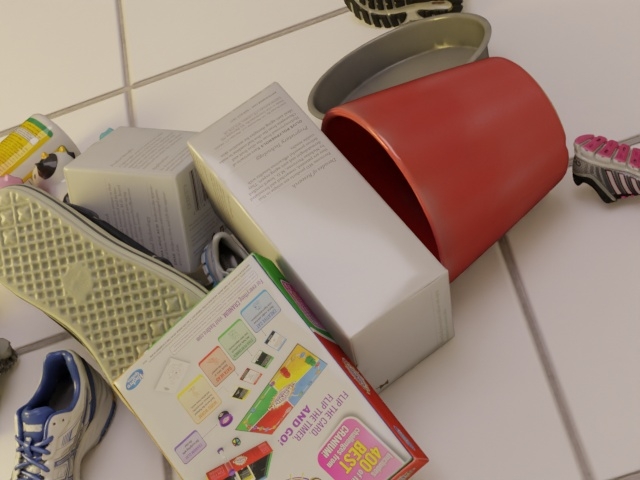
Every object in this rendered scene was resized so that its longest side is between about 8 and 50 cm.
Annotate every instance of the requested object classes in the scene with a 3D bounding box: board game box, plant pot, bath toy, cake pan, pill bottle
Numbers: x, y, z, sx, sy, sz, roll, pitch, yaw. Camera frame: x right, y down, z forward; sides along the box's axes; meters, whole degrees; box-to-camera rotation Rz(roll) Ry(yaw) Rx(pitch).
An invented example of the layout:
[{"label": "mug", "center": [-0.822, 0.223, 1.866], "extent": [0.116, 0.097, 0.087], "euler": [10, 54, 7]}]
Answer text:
[{"label": "board game box", "center": [-0.064, 0.211, 1.556], "extent": [0.242, 0.064, 0.316], "euler": [-42, 70, 9]}, {"label": "plant pot", "center": [0.173, -0.103, 1.746], "extent": [0.243, 0.275, 0.275], "euler": [-30, 45, -18]}, {"label": "bath toy", "center": [-0.444, -0.048, 1.968], "extent": [0.348, 0.129, 0.151], "euler": [-26, 45, -23]}, {"label": "cake pan", "center": [0.123, -0.239, 1.955], "extent": [0.293, 0.054, 0.293], "euler": [-22, 27, 12]}, {"label": "pill bottle", "center": [-0.485, -0.093, 2.089], "extent": [0.117, 0.118, 0.208], "euler": [29, 66, 38]}]

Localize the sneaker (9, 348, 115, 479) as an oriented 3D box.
[{"label": "sneaker", "center": [-0.363, 0.277, 1.705], "extent": [0.111, 0.131, 0.297], "euler": [-2, 51, 18]}]

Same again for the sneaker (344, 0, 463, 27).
[{"label": "sneaker", "center": [0.138, -0.400, 2.139], "extent": [0.208, 0.081, 0.094], "euler": [6, 46, 19]}]

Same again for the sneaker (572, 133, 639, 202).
[{"label": "sneaker", "center": [0.408, -0.079, 1.753], "extent": [0.170, 0.075, 0.063], "euler": [22, 41, 10]}]

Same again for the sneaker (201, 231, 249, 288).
[{"label": "sneaker", "center": [-0.101, 0.071, 1.772], "extent": [0.071, 0.083, 0.191], "euler": [-29, 76, -18]}]

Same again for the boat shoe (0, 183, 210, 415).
[{"label": "boat shoe", "center": [-0.240, 0.099, 1.743], "extent": [0.500, 0.156, 0.187], "euler": [36, 97, 15]}]

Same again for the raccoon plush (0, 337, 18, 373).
[{"label": "raccoon plush", "center": [-0.636, 0.172, 1.929], "extent": [0.446, 0.299, 0.216], "euler": [-10, 55, 59]}]

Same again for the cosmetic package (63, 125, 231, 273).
[{"label": "cosmetic package", "center": [-0.235, -0.061, 1.871], "extent": [0.183, 0.152, 0.151], "euler": [6, 29, 25]}]

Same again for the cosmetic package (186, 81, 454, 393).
[{"label": "cosmetic package", "center": [0.000, 0.000, 1.697], "extent": [0.155, 0.197, 0.365], "euler": [-36, 63, -12]}]
